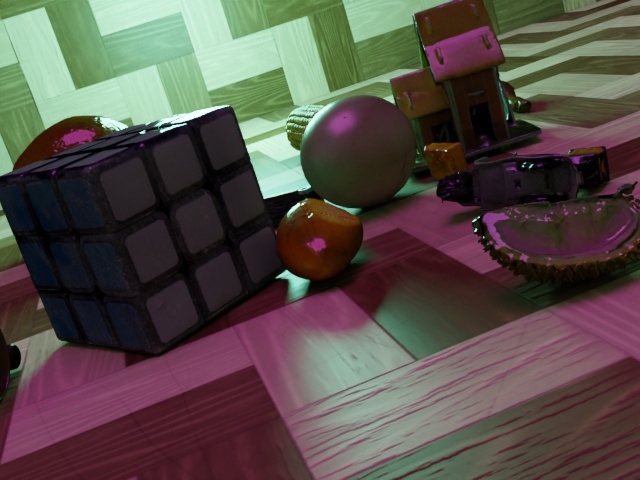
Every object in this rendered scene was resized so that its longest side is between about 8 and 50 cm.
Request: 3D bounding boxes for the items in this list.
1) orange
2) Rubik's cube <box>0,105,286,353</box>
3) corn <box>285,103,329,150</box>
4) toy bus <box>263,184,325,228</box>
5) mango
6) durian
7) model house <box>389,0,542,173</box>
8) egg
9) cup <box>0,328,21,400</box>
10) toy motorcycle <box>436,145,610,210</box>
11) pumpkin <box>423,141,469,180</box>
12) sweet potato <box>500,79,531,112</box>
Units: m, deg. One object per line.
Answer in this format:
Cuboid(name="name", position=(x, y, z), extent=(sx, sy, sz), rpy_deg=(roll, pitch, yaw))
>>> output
Cuboid(name="orange", position=(-0.620, -0.156, 2.144), extent=(0.357, 0.322, 0.322), rpy_deg=(-25, 15, 7))
Cuboid(name="Rubik's cube", position=(-0.287, -0.020, 1.351), extent=(0.301, 0.305, 0.303), rpy_deg=(0, 25, 43))
Cuboid(name="corn", position=(0.037, -0.293, 2.211), extent=(0.144, 0.144, 0.387), rpy_deg=(-26, 23, -28))
Cuboid(name="toy bus", position=(-0.072, -0.068, 1.693), extent=(0.162, 0.070, 0.074), rpy_deg=(-14, 16, 9))
Cuboid(name="mango", position=(-0.001, 0.006, 1.331), extent=(0.141, 0.102, 0.217), rpy_deg=(7, 19, -7))
Cuboid(name="durian", position=(0.307, 0.006, 1.021), extent=(0.220, 0.095, 0.137), rpy_deg=(-15, 52, 1))
Cuboid(name="model house", position=(0.272, -0.356, 1.828), extent=(0.300, 0.324, 0.340), rpy_deg=(-16, 16, 3))
Cuboid(name="egg", position=(0.076, -0.172, 1.616), extent=(0.219, 0.219, 0.269), rpy_deg=(-3, 17, 40))
Cuboid(name="cup", position=(-0.569, 0.175, 1.247), extent=(0.176, 0.166, 0.239), rpy_deg=(-12, 18, 5))
Cuboid(name="toy motorcycle", position=(0.319, -0.098, 1.361), extent=(0.263, 0.091, 0.157), rpy_deg=(-2, 14, 37))
Cuboid(name="pumpkin", position=(0.251, -0.157, 1.644), extent=(0.054, 0.074, 0.083), rpy_deg=(-34, 25, -35))
Cuboid(name="sweet potato", position=(0.430, -0.367, 2.162), extent=(0.346, 0.079, 0.108), rpy_deg=(8, 59, 54))
